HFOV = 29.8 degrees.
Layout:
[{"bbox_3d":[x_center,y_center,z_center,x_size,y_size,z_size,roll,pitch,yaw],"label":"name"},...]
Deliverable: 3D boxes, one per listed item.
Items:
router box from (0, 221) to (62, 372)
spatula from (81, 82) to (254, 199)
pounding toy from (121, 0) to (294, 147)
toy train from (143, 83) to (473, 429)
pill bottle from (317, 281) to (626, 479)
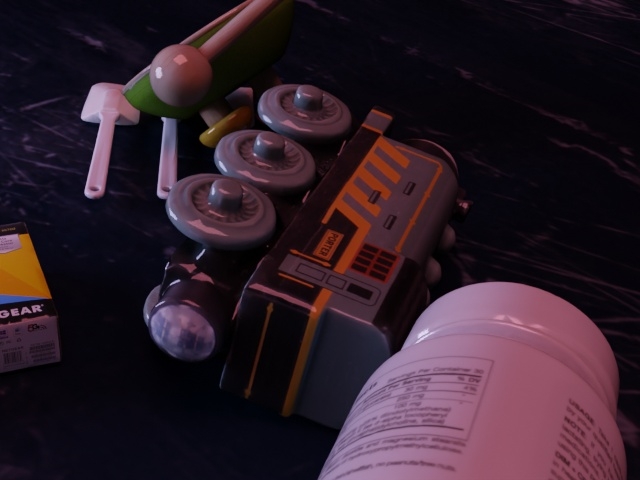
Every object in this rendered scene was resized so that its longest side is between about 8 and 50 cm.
[{"bbox_3d":[-0.289,0.050,0.867,0.179,0.046,0.133,-10,35,-20],"label":"router box"},{"bbox_3d":[-0.146,-0.094,1.136,0.168,0.019,0.242,5,33,-7],"label":"spatula"},{"bbox_3d":[-0.075,-0.145,1.102,0.183,0.110,0.237,-35,7,-10],"label":"pounding toy"},{"bbox_3d":[0.000,0.000,0.905,0.190,0.142,0.334,23,34,8],"label":"toy train"},{"bbox_3d":[0.075,0.151,0.638,0.160,0.160,0.283,13,34,14],"label":"pill bottle"}]
